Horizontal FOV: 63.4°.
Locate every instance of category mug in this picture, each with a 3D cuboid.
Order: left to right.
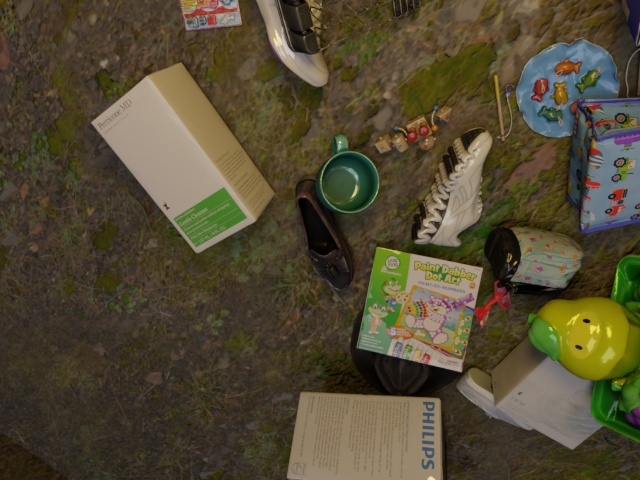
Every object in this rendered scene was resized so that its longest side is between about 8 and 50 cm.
[{"bbox_3d":[0.058,-0.135,1.127,0.129,0.097,0.158,23,87,-10],"label":"mug"}]

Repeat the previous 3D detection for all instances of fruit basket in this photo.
[{"bbox_3d":[0.624,0.207,1.019,0.392,0.283,0.392,-1,93,-17],"label":"fruit basket"}]

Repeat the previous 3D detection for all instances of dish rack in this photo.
[{"bbox_3d":[0.054,-0.457,0.898,0.271,0.074,0.208,-26,134,-10],"label":"dish rack"}]

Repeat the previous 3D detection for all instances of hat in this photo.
[{"bbox_3d":[0.215,0.314,1.321,0.331,0.134,0.331,6,119,10],"label":"hat"}]

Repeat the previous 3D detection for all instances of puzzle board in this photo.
[{"bbox_3d":[-0.229,-0.487,1.063,0.128,0.011,0.096,0,118,14],"label":"puzzle board"}]

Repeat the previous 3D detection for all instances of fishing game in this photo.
[{"bbox_3d":[0.469,-0.282,0.981,0.264,0.041,0.189,-4,120,16],"label":"fishing game"}]

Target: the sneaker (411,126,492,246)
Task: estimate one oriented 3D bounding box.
[{"bbox_3d":[0.295,-0.103,1.094,0.118,0.110,0.292,17,130,-4],"label":"sneaker"}]

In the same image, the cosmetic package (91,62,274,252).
[{"bbox_3d":[-0.296,-0.181,1.167,0.197,0.155,0.365,-28,110,27],"label":"cosmetic package"}]

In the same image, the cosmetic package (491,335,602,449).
[{"bbox_3d":[0.573,0.341,1.241,0.224,0.138,0.225,29,120,-2],"label":"cosmetic package"}]

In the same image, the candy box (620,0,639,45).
[{"bbox_3d":[0.614,-0.380,0.728,0.317,0.268,0.122,4,133,19],"label":"candy box"}]

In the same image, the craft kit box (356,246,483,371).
[{"bbox_3d":[0.229,0.157,1.214,0.250,0.061,0.247,11,89,8],"label":"craft kit box"}]

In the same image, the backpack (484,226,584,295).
[{"bbox_3d":[0.458,0.040,1.103,0.182,0.152,0.115,11,130,-5],"label":"backpack"}]

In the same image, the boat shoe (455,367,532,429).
[{"bbox_3d":[0.456,0.422,1.357,0.227,0.079,0.081,37,130,-1],"label":"boat shoe"}]

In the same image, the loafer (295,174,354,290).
[{"bbox_3d":[0.000,0.000,1.223,0.109,0.095,0.302,-9,115,19],"label":"loafer"}]

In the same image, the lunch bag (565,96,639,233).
[{"bbox_3d":[0.627,-0.147,0.945,0.293,0.138,0.221,-5,131,13],"label":"lunch bag"}]

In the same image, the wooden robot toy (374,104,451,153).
[{"bbox_3d":[0.204,-0.209,1.074,0.173,0.076,0.079,-24,121,25],"label":"wooden robot toy"}]

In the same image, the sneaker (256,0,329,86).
[{"bbox_3d":[-0.041,-0.442,0.978,0.152,0.114,0.305,-18,113,24],"label":"sneaker"}]

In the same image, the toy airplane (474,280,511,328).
[{"bbox_3d":[0.400,0.137,1.191,0.028,0.151,0.151,31,129,39],"label":"toy airplane"}]

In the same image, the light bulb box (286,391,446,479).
[{"bbox_3d":[0.145,0.570,1.358,0.361,0.225,0.358,-2,143,15],"label":"light bulb box"}]
